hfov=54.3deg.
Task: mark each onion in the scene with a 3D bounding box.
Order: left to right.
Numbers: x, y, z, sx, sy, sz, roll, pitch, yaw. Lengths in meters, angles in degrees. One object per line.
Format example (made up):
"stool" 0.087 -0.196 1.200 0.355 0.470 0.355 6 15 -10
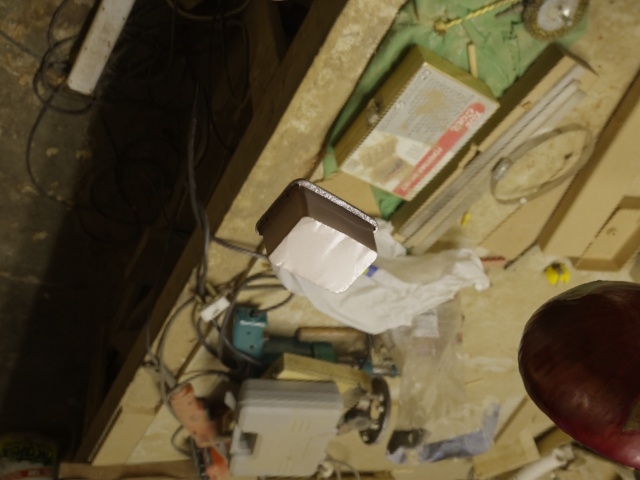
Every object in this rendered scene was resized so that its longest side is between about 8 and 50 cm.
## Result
"onion" 0.333 0.132 0.665 0.248 0.248 0.161 0 105 -13

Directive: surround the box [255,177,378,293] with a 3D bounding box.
"box" 0.000 0.000 0.677 0.122 0.062 0.089 27 120 -28
